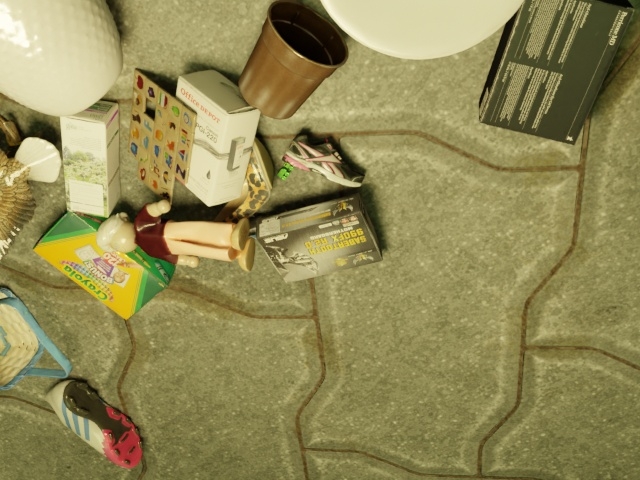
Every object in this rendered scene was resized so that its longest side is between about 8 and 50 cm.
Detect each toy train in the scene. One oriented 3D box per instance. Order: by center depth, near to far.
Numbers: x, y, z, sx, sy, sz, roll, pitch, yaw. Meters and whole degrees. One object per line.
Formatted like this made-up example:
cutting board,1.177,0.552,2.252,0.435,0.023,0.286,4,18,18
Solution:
toy train,-0.063,-0.161,1.570,0.023,0.017,0.083,38,122,-4

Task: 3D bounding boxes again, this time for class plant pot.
plant pot,-0.060,-0.321,1.376,0.167,0.167,0.165,30,131,-13

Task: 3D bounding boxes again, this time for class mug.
mug,-0.557,-0.384,1.338,0.374,0.276,0.328,-11,137,27

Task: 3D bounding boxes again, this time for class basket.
basket,-0.779,0.249,1.855,0.288,0.201,0.255,-9,123,27

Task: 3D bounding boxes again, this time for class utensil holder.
utensil holder,0.150,-0.475,1.089,0.327,0.385,0.328,4,126,6

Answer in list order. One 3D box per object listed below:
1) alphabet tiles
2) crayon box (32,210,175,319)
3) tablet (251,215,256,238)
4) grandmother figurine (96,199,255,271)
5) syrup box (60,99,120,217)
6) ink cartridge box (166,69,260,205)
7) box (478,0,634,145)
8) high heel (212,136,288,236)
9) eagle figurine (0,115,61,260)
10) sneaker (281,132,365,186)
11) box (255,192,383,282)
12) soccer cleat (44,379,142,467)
alphabet tiles,-0.327,-0.197,1.517,0.198,0.009,0.237,38,132,28
crayon box,-0.500,0.042,1.740,0.278,0.081,0.165,41,121,-20
tablet,-0.142,-0.027,1.683,0.083,0.006,0.054,27,124,-11
grandmother figurine,-0.320,-0.007,1.590,0.342,0.104,0.208,2,130,14
syrup box,-0.481,-0.174,1.575,0.093,0.096,0.237,10,126,0
ink cartridge box,-0.216,-0.202,1.476,0.158,0.092,0.218,39,129,27
box,0.409,-0.321,1.331,0.184,0.103,0.261,15,126,2
high heel,-0.185,-0.109,1.576,0.186,0.093,0.261,-9,126,12
eagle figurine,-0.693,-0.104,1.537,0.226,0.298,0.225,29,140,4
sneaker,0.017,-0.165,1.525,0.178,0.072,0.077,20,97,-21
box,0.000,0.000,1.606,0.231,0.056,0.183,-13,141,12
soccer cleat,-0.630,0.510,2.088,0.143,0.116,0.331,-14,121,36
